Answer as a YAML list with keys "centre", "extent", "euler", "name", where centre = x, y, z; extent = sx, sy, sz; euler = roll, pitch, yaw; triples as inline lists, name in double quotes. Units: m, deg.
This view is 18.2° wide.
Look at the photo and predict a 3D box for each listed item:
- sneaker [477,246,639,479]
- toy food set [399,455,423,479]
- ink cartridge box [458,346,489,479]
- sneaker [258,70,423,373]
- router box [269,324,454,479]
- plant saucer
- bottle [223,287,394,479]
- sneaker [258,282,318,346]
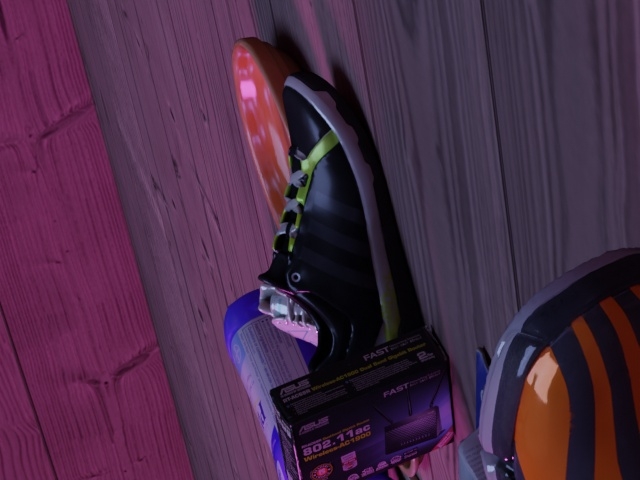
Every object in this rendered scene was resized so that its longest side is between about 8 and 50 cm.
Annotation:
- centre: [0.170, 0.156, 0.764]
  extent: [0.180, 0.124, 0.321]
  euler: [51, 168, 53]
  name: "sneaker"
- centre: [0.043, 0.127, 1.570]
  extent: [0.132, 0.038, 0.192]
  euler: [-121, 15, -50]
  name: "toy food set"
- centre: [0.125, 0.217, 1.266]
  extent: [0.223, 0.045, 0.224]
  euler: [84, 164, -51]
  name: "ink cartridge box"
- centre: [0.000, 0.000, 1.399]
  extent: [0.084, 0.097, 0.235]
  euler: [-172, 64, -79]
  name: "sneaker"
- centre: [0.031, 0.122, 1.384]
  extent: [0.092, 0.122, 0.038]
  euler: [80, 162, -45]
  name: "router box"
- centre: [-0.020, -0.067, 1.567]
  extent: [0.200, 0.037, 0.200]
  euler: [162, 90, -79]
  name: "plant saucer"
- centre: [0.001, 0.172, 1.703]
  extent: [0.118, 0.092, 0.283]
  euler: [72, 175, -57]
  name: "bottle"
- centre: [-0.005, 0.058, 1.519]
  extent: [0.152, 0.061, 0.054]
  euler: [-174, 98, -69]
  name: "sneaker"
